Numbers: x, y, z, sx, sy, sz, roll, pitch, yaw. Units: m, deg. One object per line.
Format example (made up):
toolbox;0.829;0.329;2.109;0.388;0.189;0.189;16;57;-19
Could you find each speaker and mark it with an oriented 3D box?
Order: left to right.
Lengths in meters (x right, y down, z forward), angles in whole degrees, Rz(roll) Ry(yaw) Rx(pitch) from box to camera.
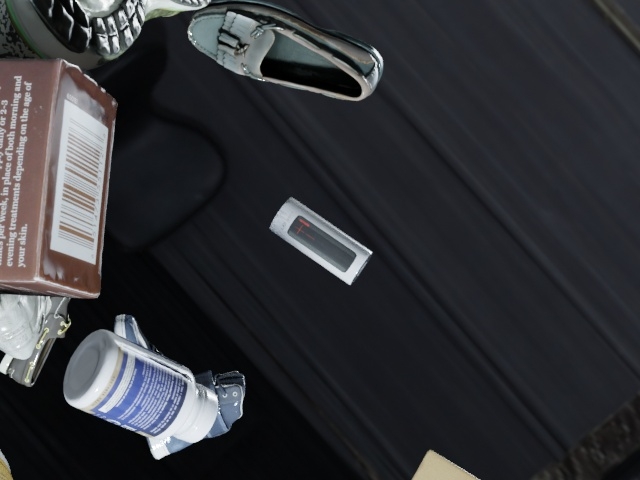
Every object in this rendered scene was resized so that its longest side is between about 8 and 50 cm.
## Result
speaker;0.000;0.000;1.425;0.055;0.136;0.055;-54;173;-9

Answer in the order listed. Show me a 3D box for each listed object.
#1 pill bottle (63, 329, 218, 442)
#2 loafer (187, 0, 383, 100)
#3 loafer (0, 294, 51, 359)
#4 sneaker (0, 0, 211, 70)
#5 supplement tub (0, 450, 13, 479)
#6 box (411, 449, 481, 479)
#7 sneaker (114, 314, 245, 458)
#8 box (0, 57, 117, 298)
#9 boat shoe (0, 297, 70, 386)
pill bottle;-0.206;0.178;1.246;0.094;0.169;0.094;-32;-138;34
loafer;-0.050;-0.248;1.394;0.084;0.267;0.096;-71;176;-56
loafer;-0.464;0.079;1.605;0.112;0.111;0.319;-25;-157;1
sneaker;-0.256;-0.269;1.129;0.182;0.158;0.410;-19;-164;23
supplement tub;-0.324;0.274;0.806;0.228;0.316;0.228;-22;143;-18
box;0.218;0.453;1.677;0.164;0.201;0.021;-59;169;-3
sneaker;-0.200;0.192;1.554;0.163;0.226;0.086;-18;-164;0
box;-0.385;-0.052;0.941;0.381;0.191;0.143;3;171;10
boat shoe;-0.495;0.160;1.931;0.228;0.068;0.081;-56;-179;8
